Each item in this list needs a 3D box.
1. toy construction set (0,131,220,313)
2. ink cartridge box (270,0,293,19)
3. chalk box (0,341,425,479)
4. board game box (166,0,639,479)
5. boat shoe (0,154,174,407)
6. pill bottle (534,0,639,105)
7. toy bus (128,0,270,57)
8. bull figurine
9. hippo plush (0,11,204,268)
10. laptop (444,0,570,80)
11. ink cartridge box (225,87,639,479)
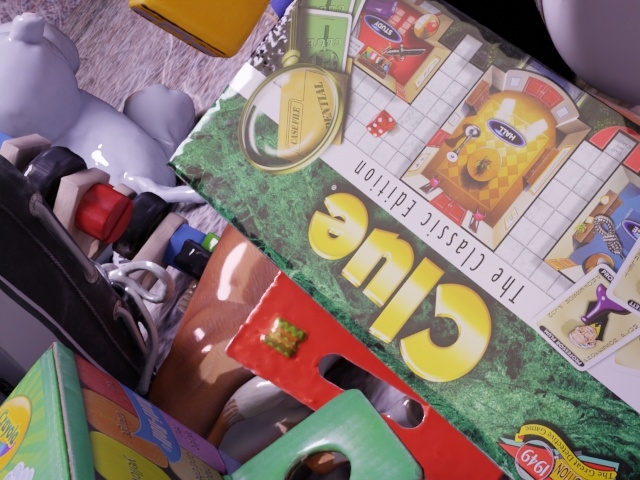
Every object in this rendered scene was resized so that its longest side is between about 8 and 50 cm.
[{"bbox_3d":[-0.237,0.036,0.896,0.237,0.309,0.257,-58,13,-1],"label":"toy construction set"},{"bbox_3d":[0.026,-0.384,1.301,0.307,0.072,0.303,-47,23,9],"label":"ink cartridge box"},{"bbox_3d":[-0.078,0.173,0.476,0.289,0.179,0.180,-52,21,3],"label":"chalk box"},{"bbox_3d":[0.056,-0.013,0.501,0.260,0.030,0.136,40,96,33],"label":"board game box"},{"bbox_3d":[-0.144,0.052,0.699,0.113,0.306,0.105,11,65,26],"label":"boat shoe"},{"bbox_3d":[0.154,-0.160,0.610,0.117,0.117,0.215,-43,23,23],"label":"pill bottle"},{"bbox_3d":[-0.052,-0.341,1.166,0.332,0.108,0.130,-61,19,-1],"label":"toy bus"},{"bbox_3d":[0.000,0.000,0.695,0.188,0.101,0.310,-20,43,45],"label":"bull figurine"},{"bbox_3d":[-0.273,-0.088,1.214,0.234,0.236,0.294,-47,22,15],"label":"hippo plush"},{"bbox_3d":[-0.044,-0.243,0.783,0.236,0.382,0.408,-36,27,39],"label":"laptop"},{"bbox_3d":[0.054,0.003,0.541,0.145,0.045,0.179,29,76,24],"label":"ink cartridge box"}]
